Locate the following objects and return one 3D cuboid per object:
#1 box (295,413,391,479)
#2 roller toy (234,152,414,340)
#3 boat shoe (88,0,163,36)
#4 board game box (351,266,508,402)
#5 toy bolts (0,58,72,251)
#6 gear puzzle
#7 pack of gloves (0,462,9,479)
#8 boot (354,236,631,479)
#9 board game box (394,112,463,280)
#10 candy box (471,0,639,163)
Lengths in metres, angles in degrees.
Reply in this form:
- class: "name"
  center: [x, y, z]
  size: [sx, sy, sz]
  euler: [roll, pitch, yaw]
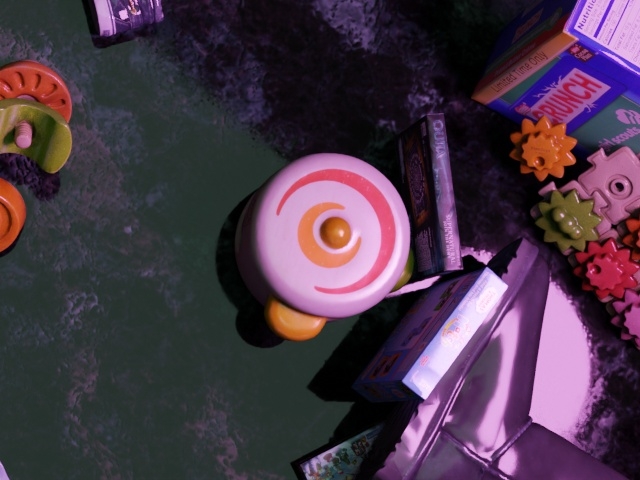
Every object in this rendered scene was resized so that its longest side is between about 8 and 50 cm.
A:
- class: "box"
  center: [0.051, 0.279, 1.493]
  size: [0.137, 0.027, 0.094]
  euler: [-26, 90, -17]
- class: "roller toy"
  center: [0.000, 0.000, 1.456]
  size: [0.209, 0.146, 0.191]
  euler: [-27, 89, -16]
- class: "boat shoe"
  center: [-0.246, -0.338, 1.485]
  size: [0.083, 0.065, 0.183]
  euler: [-15, 93, -17]
- class: "board game box"
  center: [0.121, 0.113, 1.438]
  size: [0.039, 0.211, 0.160]
  euler: [40, 75, -6]
- class: "toy bolts"
  center: [-0.411, -0.120, 1.400]
  size: [0.228, 0.158, 0.218]
  euler: [16, 119, -22]
- class: "gear puzzle"
  center: [0.360, -0.020, 1.547]
  size: [0.339, 0.175, 0.044]
  euler: [51, 34, -4]
- class: "pack of gloves"
  center: [-0.396, 0.344, 1.361]
  size: [0.195, 0.046, 0.232]
  euler: [-38, 93, -15]
- class: "boot"
  center: [0.313, 0.264, 1.490]
  size: [0.445, 0.146, 0.367]
  euler: [34, 76, -5]
- class: "board game box"
  center: [0.129, -0.049, 1.507]
  size: [0.026, 0.126, 0.186]
  euler: [-4, 84, -15]
- class: "candy box"
  center: [0.385, -0.181, 1.516]
  size: [0.317, 0.268, 0.122]
  euler: [29, 74, -9]
